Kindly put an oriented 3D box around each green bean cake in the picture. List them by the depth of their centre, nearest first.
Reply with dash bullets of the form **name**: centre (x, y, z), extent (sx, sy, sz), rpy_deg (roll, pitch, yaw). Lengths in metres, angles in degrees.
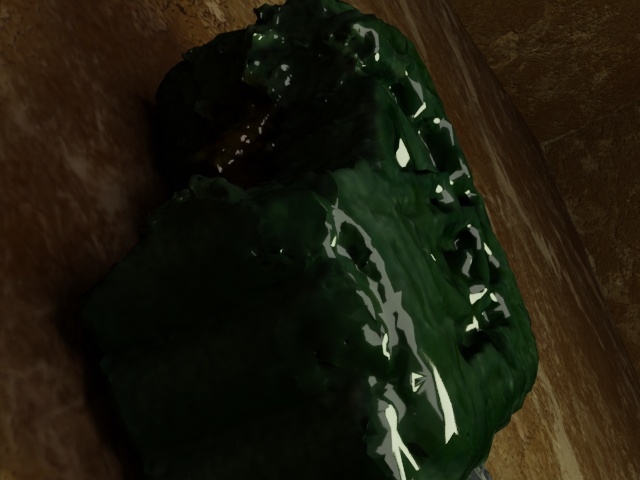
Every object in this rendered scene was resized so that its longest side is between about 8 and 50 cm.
- **green bean cake**: centre (0.000, 0.000, 0.482), extent (0.308, 0.169, 0.300), rpy_deg (-10, 75, -66)

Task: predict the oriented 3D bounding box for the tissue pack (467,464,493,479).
- **tissue pack**: centre (0.103, 0.220, 0.627), extent (0.112, 0.051, 0.156), rpy_deg (61, 22, -5)
